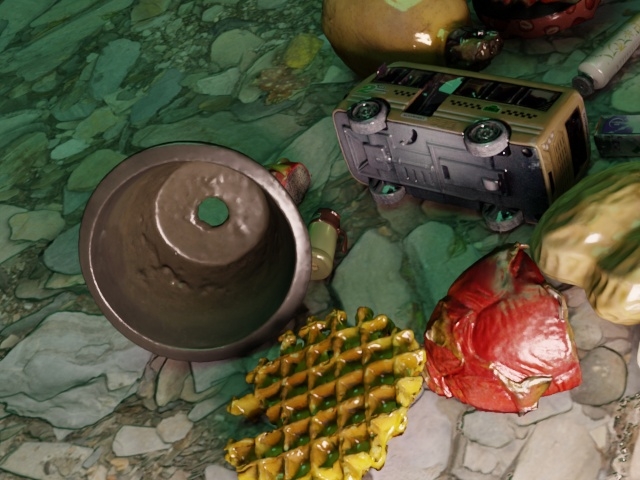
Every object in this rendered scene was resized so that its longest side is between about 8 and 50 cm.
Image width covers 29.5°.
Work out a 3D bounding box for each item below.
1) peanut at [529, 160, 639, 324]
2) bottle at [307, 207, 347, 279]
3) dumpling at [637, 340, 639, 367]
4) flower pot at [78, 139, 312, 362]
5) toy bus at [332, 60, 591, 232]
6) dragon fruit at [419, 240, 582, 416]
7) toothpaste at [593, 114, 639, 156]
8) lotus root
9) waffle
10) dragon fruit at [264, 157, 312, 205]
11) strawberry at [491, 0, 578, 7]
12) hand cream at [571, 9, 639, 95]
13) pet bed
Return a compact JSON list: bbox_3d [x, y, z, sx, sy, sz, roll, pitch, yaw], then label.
[{"bbox_3d":[0.332,0.000,1.256,0.197,0.110,0.233,-28,40,-11],"label":"peanut"},{"bbox_3d":[0.002,0.001,1.479,0.063,0.047,0.101,20,43,-4],"label":"bottle"},{"bbox_3d":[0.391,0.118,1.127,0.169,0.100,0.134,-13,72,-1],"label":"dumpling"},{"bbox_3d":[-0.136,-0.008,1.435,0.269,0.269,0.166,-16,18,11],"label":"flower pot"},{"bbox_3d":[0.167,-0.124,1.454,0.290,0.139,0.157,14,50,36],"label":"toy bus"},{"bbox_3d":[0.171,0.099,1.228,0.161,0.127,0.120,-28,29,2],"label":"dragon fruit"},{"bbox_3d":[0.418,-0.124,1.401,0.196,0.040,0.047,1,49,28],"label":"toothpaste"},{"bbox_3d":[0.123,-0.279,1.608,0.183,0.182,0.310,-39,44,-15],"label":"lotus root"},{"bbox_3d":[0.005,0.169,1.263,0.231,0.051,0.229,-51,36,-14],"label":"waffle"},{"bbox_3d":[-0.054,-0.072,1.572,0.056,0.060,0.083,10,53,30],"label":"dragon fruit"},{"bbox_3d":[0.249,-0.445,1.564,0.250,0.288,0.238,-30,38,-12],"label":"strawberry"},{"bbox_3d":[0.387,-0.256,1.553,0.194,0.042,0.067,-46,3,-23],"label":"hand cream"},{"bbox_3d":[0.305,-0.352,1.695,0.201,0.053,0.201,-14,40,12],"label":"pet bed"}]
